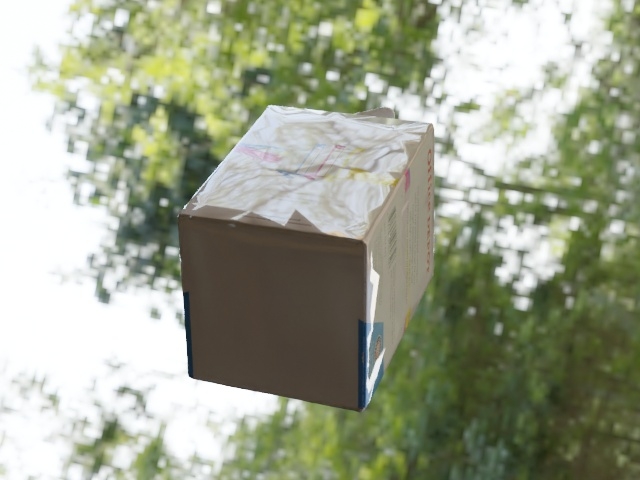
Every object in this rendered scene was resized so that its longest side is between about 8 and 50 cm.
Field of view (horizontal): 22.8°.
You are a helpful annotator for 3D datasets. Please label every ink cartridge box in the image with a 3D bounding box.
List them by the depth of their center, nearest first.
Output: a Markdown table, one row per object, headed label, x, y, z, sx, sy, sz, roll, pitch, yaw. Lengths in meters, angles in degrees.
| label | x | y | z | sx | sy | sz | roll | pitch | yaw |
| --- | --- | --- | --- | --- | --- | --- | --- | --- | --- |
| ink cartridge box | 0.000 | 0.000 | 0.772 | 0.143 | 0.089 | 0.092 | -57 | -29 | -57 |
